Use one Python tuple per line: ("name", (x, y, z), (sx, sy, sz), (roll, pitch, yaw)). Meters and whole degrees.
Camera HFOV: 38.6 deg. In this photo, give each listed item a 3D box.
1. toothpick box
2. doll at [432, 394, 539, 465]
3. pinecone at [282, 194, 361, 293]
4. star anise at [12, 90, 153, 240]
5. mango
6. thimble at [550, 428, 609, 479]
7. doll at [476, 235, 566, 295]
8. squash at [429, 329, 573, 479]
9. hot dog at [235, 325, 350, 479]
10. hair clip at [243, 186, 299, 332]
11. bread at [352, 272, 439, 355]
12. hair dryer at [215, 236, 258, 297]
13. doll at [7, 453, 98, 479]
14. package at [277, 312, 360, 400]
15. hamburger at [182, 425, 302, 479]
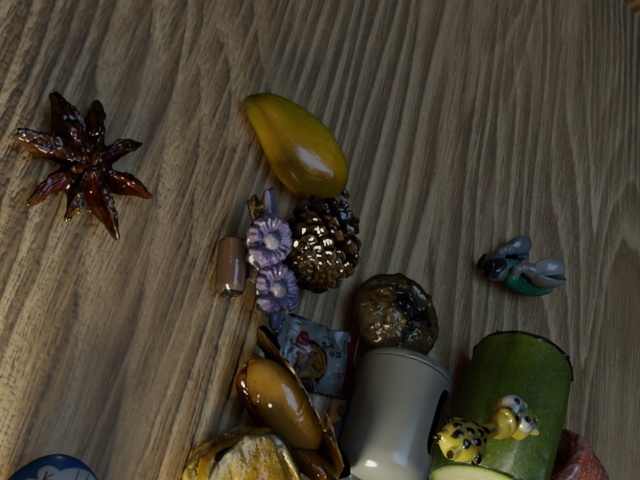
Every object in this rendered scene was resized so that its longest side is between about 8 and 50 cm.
("toothpick box", (0.133, 0.399, 1.912), (0.229, 0.229, 0.316), (40, 53, -27))
("doll", (0.356, 0.397, 1.920), (0.291, 0.086, 0.117), (-10, 58, -37))
("pinecone", (-0.004, 0.004, 1.936), (0.179, 0.184, 0.205), (41, 27, -20))
("star anise", (-0.422, -0.133, 1.638), (0.288, 0.088, 0.288), (14, 69, -40))
("mango", (-0.048, -0.203, 2.010), (0.317, 0.119, 0.176), (49, 50, -9))
("thimble", (0.584, 0.595, 2.256), (0.162, 0.239, 0.239), (51, 47, -14))
("doll", (0.553, 0.079, 2.452), (0.195, 0.153, 0.258), (41, 25, 22))
("squash", (0.436, 0.434, 2.149), (0.263, 0.263, 0.384), (46, 49, -22))
("hot dog", (-0.070, 0.335, 1.751), (0.107, 0.194, 0.326), (-31, 76, -17))
("hair clip", (-0.103, 0.041, 1.824), (0.106, 0.084, 0.292), (-10, 93, -40))
("bread", (0.178, 0.172, 2.056), (0.230, 0.123, 0.230), (34, 37, -30))
("hair dryer", (-0.137, 0.070, 1.866), (0.181, 0.064, 0.117), (22, 62, -44))
("doll", (-0.396, 0.460, 1.411), (0.215, 0.161, 0.257), (-33, 104, -19))
("package", (-0.006, 0.249, 1.941), (0.239, 0.030, 0.154), (21, 74, -44))
("hamburger", (-0.142, 0.455, 1.656), (0.244, 0.163, 0.245), (7, 79, -40))
